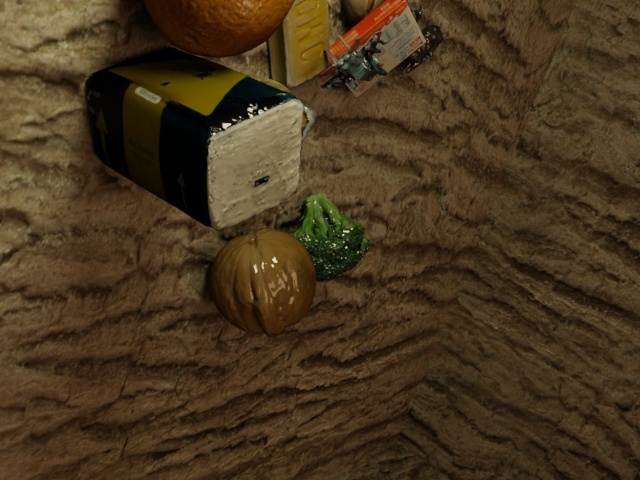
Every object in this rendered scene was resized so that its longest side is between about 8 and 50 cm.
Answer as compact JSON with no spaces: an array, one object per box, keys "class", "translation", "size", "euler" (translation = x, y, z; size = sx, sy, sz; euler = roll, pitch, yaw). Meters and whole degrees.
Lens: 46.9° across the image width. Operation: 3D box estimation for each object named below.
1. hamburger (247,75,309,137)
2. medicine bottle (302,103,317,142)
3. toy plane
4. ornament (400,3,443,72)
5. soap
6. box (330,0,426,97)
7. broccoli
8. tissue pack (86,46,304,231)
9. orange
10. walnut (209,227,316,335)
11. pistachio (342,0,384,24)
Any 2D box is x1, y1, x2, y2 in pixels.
[{"class":"hamburger","translation":[-0.167,-0.294,1.917],"size":[0.260,0.144,0.283],"euler":[-59,154,5]},{"class":"medicine bottle","translation":[-0.091,-0.290,2.085],"size":[0.203,0.083,0.083],"euler":[-59,149,-3]},{"class":"toy plane","translation":[0.124,-0.480,2.046],"size":[0.223,0.104,0.326],"euler":[-41,157,24]},{"class":"ornament","translation":[0.313,-0.680,2.362],"size":[0.202,0.080,0.236],"euler":[-48,147,-14]},{"class":"soap","translation":[-0.056,-0.557,1.915],"size":[0.173,0.089,0.274],"euler":[-37,141,-31]},{"class":"box","translation":[0.160,-0.559,2.137],"size":[0.273,0.048,0.265],"euler":[-38,158,9]},{"class":"broccoli","translation":[0.000,0.000,2.323],"size":[0.307,0.275,0.308],"euler":[-13,163,-4]},{"class":"tissue pack","translation":[-0.269,-0.227,1.562],"size":[0.264,0.416,0.253],"euler":[-29,134,-39]},{"class":"orange","translation":[-0.195,-0.556,1.507],"size":[0.357,0.322,0.322],"euler":[-63,151,-19]},{"class":"walnut","translation":[-0.163,0.125,2.119],"size":[0.333,0.332,0.333],"euler":[-36,141,-36]},{"class":"pistachio","translation":[0.120,-0.690,2.045],"size":[0.124,0.124,0.185],"euler":[-21,127,-47]}]
